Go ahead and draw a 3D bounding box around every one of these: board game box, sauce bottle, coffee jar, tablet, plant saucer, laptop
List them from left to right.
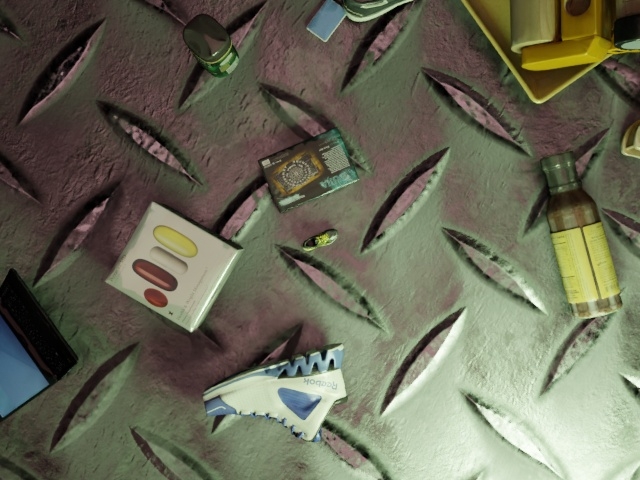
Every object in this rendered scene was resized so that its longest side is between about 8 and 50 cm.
[{"bbox_3d":[-0.651,0.222,1.746,0.136,0.264,0.234,-36,89,-37],"label":"laptop"},{"bbox_3d":[-0.225,-0.399,1.729,0.096,0.184,0.079,44,90,2],"label":"coffee jar"},{"bbox_3d":[-0.025,-0.150,1.802,0.186,0.026,0.126,-23,89,0],"label":"board game box"},{"bbox_3d":[0.014,-0.477,1.817,0.054,0.006,0.083,37,89,1],"label":"tablet"},{"bbox_3d":[0.489,-0.505,1.777,0.333,0.081,0.332,-35,88,0],"label":"plant saucer"},{"bbox_3d":[0.537,-0.015,1.752,0.111,0.111,0.344,-13,89,0],"label":"sauce bottle"}]

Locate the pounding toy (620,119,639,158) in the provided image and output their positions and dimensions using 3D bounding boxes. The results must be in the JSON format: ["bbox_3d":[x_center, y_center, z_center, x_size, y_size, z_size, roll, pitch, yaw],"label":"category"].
[{"bbox_3d":[0.731,-0.201,1.730,0.154,0.155,0.269,-30,89,-4],"label":"pounding toy"}]

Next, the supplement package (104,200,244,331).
[{"bbox_3d":[-0.297,0.051,1.740,0.203,0.149,0.194,30,89,0],"label":"supplement package"}]

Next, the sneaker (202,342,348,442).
[{"bbox_3d":[-0.080,0.342,1.743,0.316,0.127,0.182,-17,87,-1],"label":"sneaker"}]

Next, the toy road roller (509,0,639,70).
[{"bbox_3d":[0.561,-0.449,1.663,0.330,0.241,0.202,-1,89,38],"label":"toy road roller"}]

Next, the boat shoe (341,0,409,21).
[{"bbox_3d":[0.185,-0.563,1.773,0.303,0.091,0.114,-34,87,-2],"label":"boat shoe"}]

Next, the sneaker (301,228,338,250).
[{"bbox_3d":[0.000,0.000,1.794,0.083,0.035,0.031,-26,90,0],"label":"sneaker"}]
